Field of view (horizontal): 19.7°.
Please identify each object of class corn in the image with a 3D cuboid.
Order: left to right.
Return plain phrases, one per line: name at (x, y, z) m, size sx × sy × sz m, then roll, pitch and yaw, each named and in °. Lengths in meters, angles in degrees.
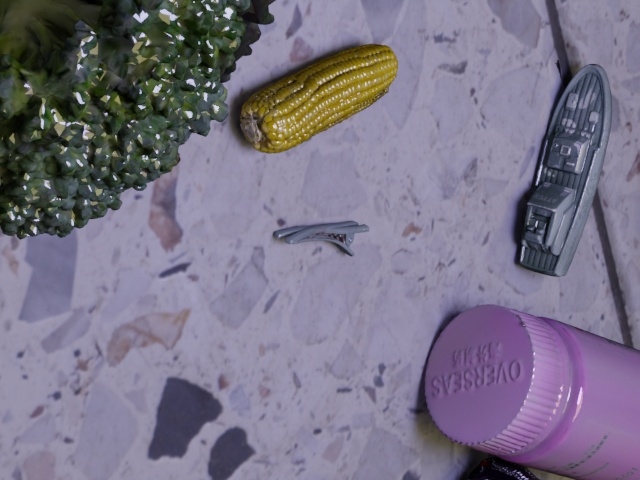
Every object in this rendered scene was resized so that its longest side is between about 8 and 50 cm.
corn at (0.000, -0.152, 1.948) m, size 0.203 × 0.072 × 0.072 m, roll -30°, pitch 118°, yaw -34°

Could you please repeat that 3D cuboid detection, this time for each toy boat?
toy boat at (0.297, -0.086, 2.213) m, size 0.085 × 0.078 × 0.261 m, roll 12°, pitch 94°, yaw -57°

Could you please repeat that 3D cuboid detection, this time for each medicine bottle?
medicine bottle at (0.279, 0.188, 2.196) m, size 0.290 × 0.178 × 0.178 m, roll 19°, pitch 87°, yaw -41°

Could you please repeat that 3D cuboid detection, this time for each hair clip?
hair clip at (0.001, 0.000, 2.008) m, size 0.115 × 0.030 × 0.039 m, roll -1°, pitch 102°, yaw -41°

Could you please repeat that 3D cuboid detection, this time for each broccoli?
broccoli at (-0.196, -0.149, 1.628) m, size 0.334 × 0.324 × 0.272 m, roll 63°, pitch 23°, yaw -79°

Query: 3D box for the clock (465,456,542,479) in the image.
clock at (0.248, 0.372, 2.212) m, size 0.100 × 0.195 × 0.194 m, roll -16°, pitch 126°, yaw -78°
